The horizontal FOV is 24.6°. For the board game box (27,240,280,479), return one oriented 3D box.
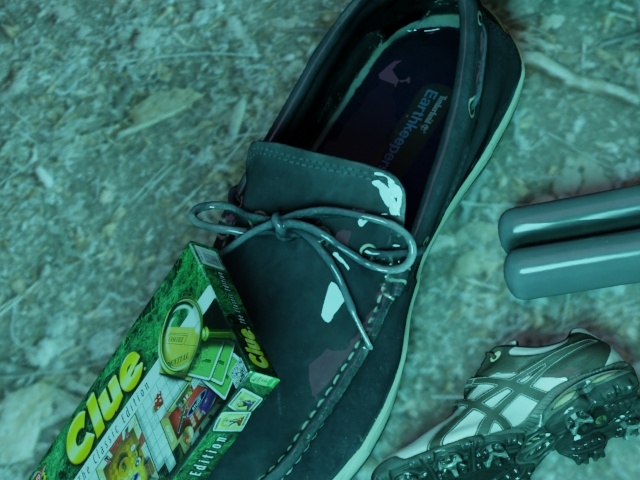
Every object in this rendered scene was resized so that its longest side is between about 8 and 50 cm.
[{"bbox_3d":[-0.126,0.140,0.994,0.259,0.030,0.136,-55,37,22],"label":"board game box"}]

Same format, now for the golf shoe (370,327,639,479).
[{"bbox_3d":[0.121,0.124,1.008,0.198,0.077,0.094,-20,43,-5],"label":"golf shoe"}]

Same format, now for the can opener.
[{"bbox_3d":[0.265,-0.026,1.042,0.283,0.095,0.076,-10,54,10],"label":"can opener"}]

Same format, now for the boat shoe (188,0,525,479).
[{"bbox_3d":[0.000,0.000,1.071,0.187,0.156,0.500,19,67,26],"label":"boat shoe"}]
